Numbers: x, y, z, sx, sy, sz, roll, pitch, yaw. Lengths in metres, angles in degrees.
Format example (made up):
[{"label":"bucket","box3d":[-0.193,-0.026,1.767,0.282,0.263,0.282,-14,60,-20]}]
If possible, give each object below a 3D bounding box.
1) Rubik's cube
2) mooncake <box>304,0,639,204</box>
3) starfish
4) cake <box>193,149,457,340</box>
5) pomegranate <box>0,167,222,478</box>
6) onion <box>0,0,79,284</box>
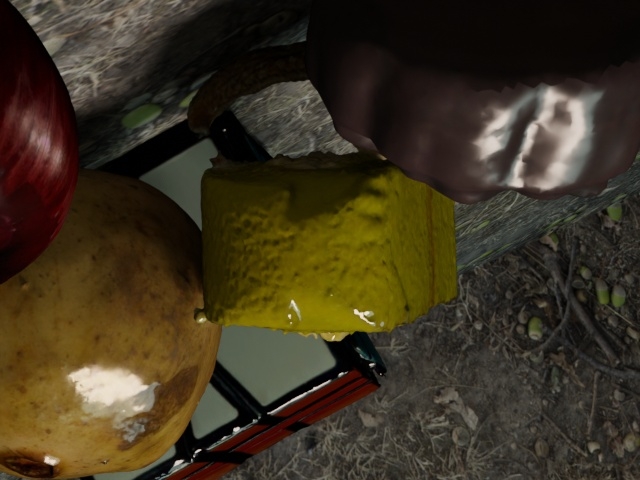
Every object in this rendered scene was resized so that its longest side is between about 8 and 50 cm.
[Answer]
[{"label":"Rubik's cube","box3d":[-0.126,0.076,1.796,0.293,0.288,0.283,-27,169,1]},{"label":"mooncake","box3d":[0.127,-0.144,1.373,0.283,0.283,0.141,-22,137,-31]},{"label":"starfish","box3d":[0.048,-0.134,1.555,0.327,0.094,0.375,3,-160,15]},{"label":"cake","box3d":[0.000,0.000,1.477,0.179,0.156,0.260,-3,-176,22]},{"label":"pomegranate","box3d":[-0.215,0.068,1.529,0.281,0.281,0.281,-28,170,-5]},{"label":"onion","box3d":[-0.256,-0.030,0.978,0.273,0.285,0.273,-2,160,-1]}]
